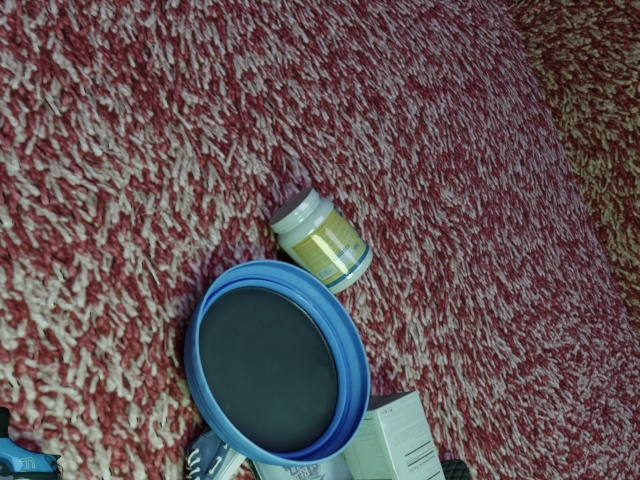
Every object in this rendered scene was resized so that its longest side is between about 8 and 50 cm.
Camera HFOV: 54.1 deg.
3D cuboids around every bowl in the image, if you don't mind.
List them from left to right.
[{"bbox_3d":[-0.077,0.225,1.175,0.391,0.077,0.391,24,49,-31],"label":"bowl"}]

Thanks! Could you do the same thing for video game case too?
[{"bbox_3d":[-0.056,0.390,1.198,0.196,0.026,0.274,-24,88,-45],"label":"video game case"}]

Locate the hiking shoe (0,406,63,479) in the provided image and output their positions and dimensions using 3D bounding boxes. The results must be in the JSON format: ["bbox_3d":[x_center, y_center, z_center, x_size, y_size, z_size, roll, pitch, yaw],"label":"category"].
[{"bbox_3d":[-0.385,0.359,0.852,0.304,0.113,0.132,52,47,-13],"label":"hiking shoe"}]

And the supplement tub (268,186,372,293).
[{"bbox_3d":[0.000,0.000,1.328,0.199,0.144,0.144,49,47,-16],"label":"supplement tub"}]

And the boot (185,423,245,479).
[{"bbox_3d":[-0.204,0.389,1.045,0.086,0.069,0.190,49,39,-6],"label":"boot"}]

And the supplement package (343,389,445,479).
[{"bbox_3d":[0.146,0.448,1.275,0.134,0.139,0.244,-10,81,-43],"label":"supplement package"}]

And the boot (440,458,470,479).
[{"bbox_3d":[0.291,0.668,1.346,0.222,0.118,0.338,59,33,-28],"label":"boot"}]
